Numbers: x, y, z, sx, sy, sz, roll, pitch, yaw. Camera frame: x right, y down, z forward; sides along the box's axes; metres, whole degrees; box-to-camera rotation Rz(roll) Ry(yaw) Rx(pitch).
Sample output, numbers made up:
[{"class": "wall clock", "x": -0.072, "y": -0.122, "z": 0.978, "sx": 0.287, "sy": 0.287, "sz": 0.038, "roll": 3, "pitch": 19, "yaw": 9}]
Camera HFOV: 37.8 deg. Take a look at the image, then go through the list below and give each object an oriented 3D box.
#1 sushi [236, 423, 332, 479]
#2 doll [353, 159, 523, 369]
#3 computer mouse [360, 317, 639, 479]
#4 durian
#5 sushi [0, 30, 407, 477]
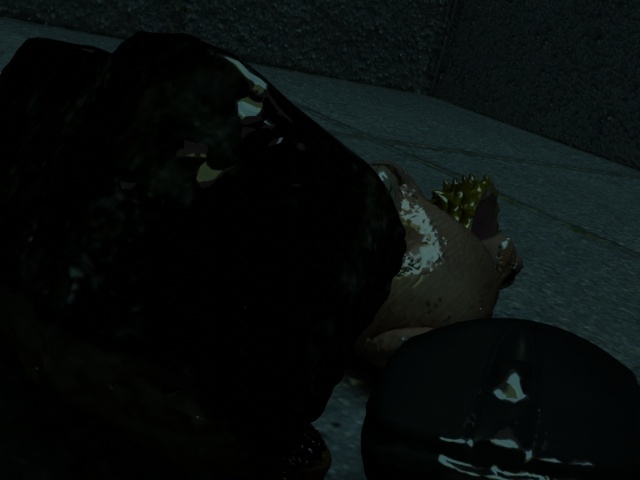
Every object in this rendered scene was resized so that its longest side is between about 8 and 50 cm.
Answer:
[{"class": "sushi", "x": -0.021, "y": 0.113, "z": 0.512, "sx": 0.050, "sy": 0.047, "sz": 0.099, "roll": 10, "pitch": 17, "yaw": -27}, {"class": "doll", "x": 0.000, "y": 0.000, "z": 0.755, "sx": 0.303, "sy": 0.156, "sz": 0.201, "roll": 16, "pitch": 27, "yaw": 23}, {"class": "computer mouse", "x": 0.109, "y": 0.089, "z": 0.535, "sx": 0.137, "sy": 0.086, "sz": 0.269, "roll": 6, "pitch": 0, "yaw": 14}, {"class": "durian", "x": 0.133, "y": 0.013, "z": 0.923, "sx": 0.132, "sy": 0.165, "sz": 0.182, "roll": 47, "pitch": 53, "yaw": 4}, {"class": "sushi", "x": -0.104, "y": 0.003, "z": 0.518, "sx": 0.211, "sy": 0.171, "sz": 0.350, "roll": 45, "pitch": -14, "yaw": -29}]
